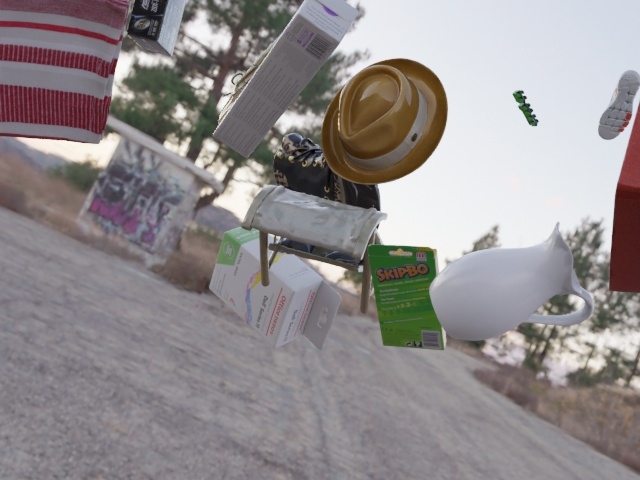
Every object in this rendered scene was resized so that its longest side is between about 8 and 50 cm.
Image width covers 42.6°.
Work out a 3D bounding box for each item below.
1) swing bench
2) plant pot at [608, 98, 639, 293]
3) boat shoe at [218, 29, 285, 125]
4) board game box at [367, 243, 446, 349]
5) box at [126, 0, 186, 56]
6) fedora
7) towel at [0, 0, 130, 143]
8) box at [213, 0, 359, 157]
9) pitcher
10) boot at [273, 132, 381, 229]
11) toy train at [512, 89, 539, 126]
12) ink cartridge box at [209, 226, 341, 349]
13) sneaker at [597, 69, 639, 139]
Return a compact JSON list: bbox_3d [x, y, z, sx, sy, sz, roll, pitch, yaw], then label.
[{"bbox_3d":[0.000,0.000,1.714,0.253,0.165,0.255,16,-29,16],"label":"swing bench"},{"bbox_3d":[0.542,-0.078,1.110,0.235,0.267,0.267,13,-28,25],"label":"plant pot"},{"bbox_3d":[-0.108,-0.329,1.690,0.104,0.285,0.089,16,43,-54],"label":"boat shoe"},{"bbox_3d":[0.165,0.103,1.549,0.124,0.039,0.259,2,-48,18],"label":"board game box"},{"bbox_3d":[-0.378,-0.543,1.928,0.077,0.180,0.147,15,1,3],"label":"box"},{"bbox_3d":[0.076,-0.172,1.112,0.194,0.194,0.079,23,-7,28],"label":"fedora"},{"bbox_3d":[-0.474,-0.302,1.425,0.237,0.329,0.037,3,46,-24],"label":"towel"},{"bbox_3d":[-0.056,-0.216,1.103,0.067,0.063,0.324,34,-31,-10],"label":"box"},{"bbox_3d":[0.280,0.083,1.195,0.178,0.207,0.125,56,20,-29],"label":"pitcher"},{"bbox_3d":[0.013,-0.196,1.955,0.284,0.138,0.377,29,-42,41],"label":"boot"},{"bbox_3d":[0.393,-0.253,1.576,0.083,0.017,0.023,56,-21,-23],"label":"toy train"},{"bbox_3d":[-0.126,0.138,2.198,0.353,0.207,0.119,38,36,28],"label":"ink cartridge box"},{"bbox_3d":[0.660,-0.295,1.807,0.061,0.158,0.065,25,14,12],"label":"sneaker"}]
